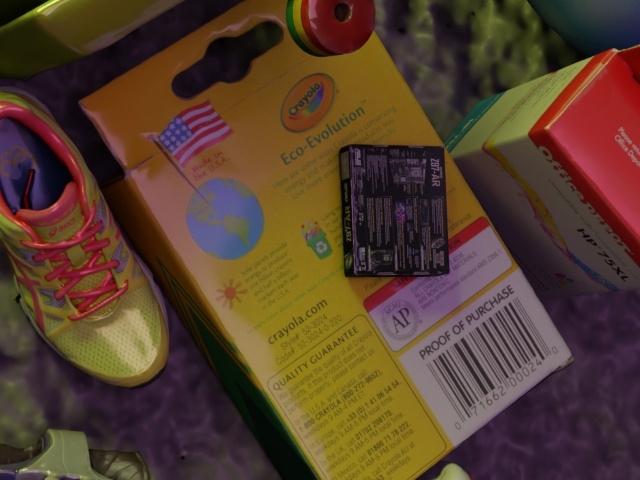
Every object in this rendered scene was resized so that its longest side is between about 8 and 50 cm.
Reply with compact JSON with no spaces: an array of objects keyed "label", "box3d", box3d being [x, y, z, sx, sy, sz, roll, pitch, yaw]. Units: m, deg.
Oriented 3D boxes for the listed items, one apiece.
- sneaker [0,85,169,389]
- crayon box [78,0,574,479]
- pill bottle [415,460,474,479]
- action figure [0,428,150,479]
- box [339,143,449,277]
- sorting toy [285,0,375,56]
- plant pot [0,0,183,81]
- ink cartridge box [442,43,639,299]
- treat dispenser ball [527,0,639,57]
[{"label":"sneaker","box3d":[-0.158,0.001,0.936,0.081,0.094,0.208,-32,95,-11]},{"label":"crayon box","box3d":[0.000,0.000,1.008,0.202,0.081,0.318,-34,97,-21]},{"label":"pill bottle","box3d":[0.114,0.261,1.004,0.221,0.124,0.124,47,71,-11]},{"label":"action figure","box3d":[-0.247,0.128,0.874,0.285,0.099,0.185,16,116,-18]},{"label":"box","box3d":[0.047,-0.019,0.975,0.067,0.018,0.083,-1,85,-22]},{"label":"sorting toy","box3d":[-0.008,-0.245,0.832,0.132,0.046,0.274,-37,110,-26]},{"label":"plant pot","box3d":[-0.149,-0.223,0.903,0.227,0.228,0.207,-35,105,-21]},{"label":"ink cartridge box","box3d":[0.175,-0.039,0.998,0.134,0.231,0.078,47,71,-10]},{"label":"treat dispenser ball","box3d":[0.254,-0.247,1.019,0.288,0.288,0.288,2,84,-21]}]
